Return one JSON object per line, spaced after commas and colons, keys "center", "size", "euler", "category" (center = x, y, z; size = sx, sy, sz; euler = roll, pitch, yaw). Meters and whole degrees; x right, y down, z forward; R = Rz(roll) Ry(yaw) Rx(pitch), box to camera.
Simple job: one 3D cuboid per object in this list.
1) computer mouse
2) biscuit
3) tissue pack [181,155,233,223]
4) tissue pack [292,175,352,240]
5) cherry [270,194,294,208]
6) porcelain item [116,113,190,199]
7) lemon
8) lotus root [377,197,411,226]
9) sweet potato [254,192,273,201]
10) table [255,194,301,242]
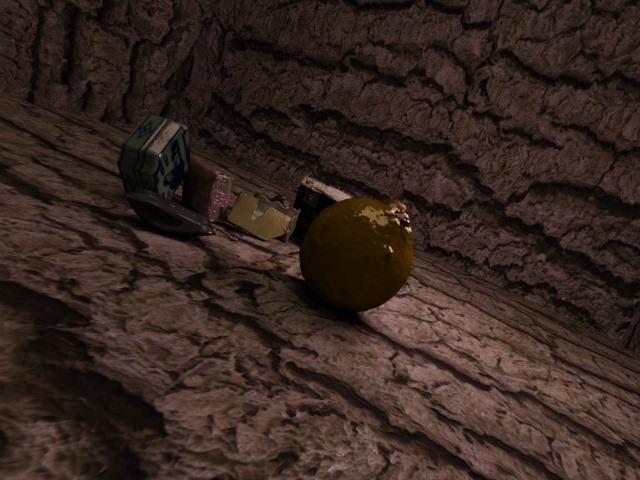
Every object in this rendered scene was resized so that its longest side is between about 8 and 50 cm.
{"center": [-0.450, -0.056, 1.437], "size": [0.380, 0.090, 0.167], "euler": [25, 10, -18], "category": "computer mouse"}
{"center": [-0.248, -0.089, 1.815], "size": [0.250, 0.147, 0.046], "euler": [27, -14, -18], "category": "biscuit"}
{"center": [-0.473, -0.207, 1.809], "size": [0.123, 0.214, 0.257], "euler": [-4, 26, -46], "category": "tissue pack"}
{"center": [-0.013, -0.123, 2.049], "size": [0.245, 0.332, 0.123], "euler": [24, 47, 3], "category": "tissue pack"}
{"center": [-0.193, -0.155, 2.324], "size": [0.176, 0.140, 0.176], "euler": [43, 1, -1], "category": "cherry"}
{"center": [-0.604, -0.297, 1.654], "size": [0.157, 0.281, 0.285], "euler": [19, 53, 2], "category": "porcelain item"}
{"center": [0.117, 0.037, 1.373], "size": [0.350, 0.387, 0.349], "euler": [33, 28, -20], "category": "lemon"}
{"center": [0.260, -0.041, 2.033], "size": [0.250, 0.346, 0.250], "euler": [45, 12, -12], "category": "lotus root"}
{"center": [-0.218, -0.168, 2.454], "size": [0.355, 0.095, 0.106], "euler": [22, 55, 4], "category": "sweet potato"}
{"center": [-0.210, -0.104, 1.967], "size": [0.198, 0.166, 0.166], "euler": [23, 11, 4], "category": "table"}
